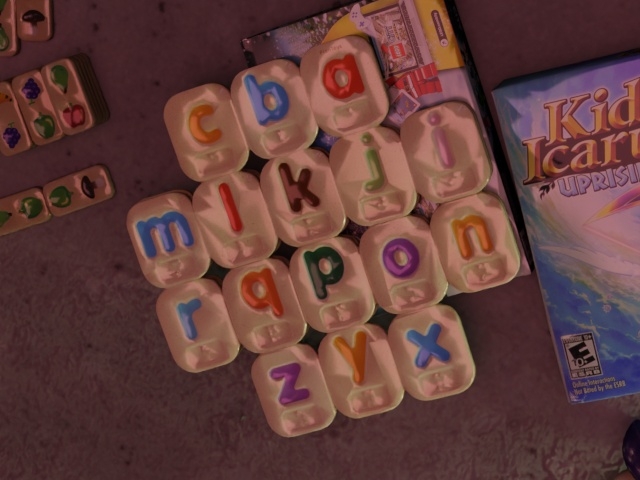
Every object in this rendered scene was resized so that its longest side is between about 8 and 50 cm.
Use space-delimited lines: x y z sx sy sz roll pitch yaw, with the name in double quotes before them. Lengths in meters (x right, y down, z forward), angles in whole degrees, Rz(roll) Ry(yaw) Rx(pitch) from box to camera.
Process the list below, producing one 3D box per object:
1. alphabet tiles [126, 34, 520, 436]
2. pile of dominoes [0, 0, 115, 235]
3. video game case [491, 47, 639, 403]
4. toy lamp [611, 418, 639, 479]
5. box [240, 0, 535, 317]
"alphabet tiles" 0.000 0.000 1.301 0.284 0.021 0.278 -17 97 18
"pile of dominoes" -0.297 -0.091 1.394 0.251 0.040 0.196 -18 97 16
"video game case" 0.282 -0.026 1.252 0.269 0.061 0.244 -13 97 16
"toy lamp" 0.171 0.254 1.332 0.080 0.080 0.274 44 105 2
"box" 0.052 -0.067 1.309 0.159 0.044 0.233 -16 97 17
